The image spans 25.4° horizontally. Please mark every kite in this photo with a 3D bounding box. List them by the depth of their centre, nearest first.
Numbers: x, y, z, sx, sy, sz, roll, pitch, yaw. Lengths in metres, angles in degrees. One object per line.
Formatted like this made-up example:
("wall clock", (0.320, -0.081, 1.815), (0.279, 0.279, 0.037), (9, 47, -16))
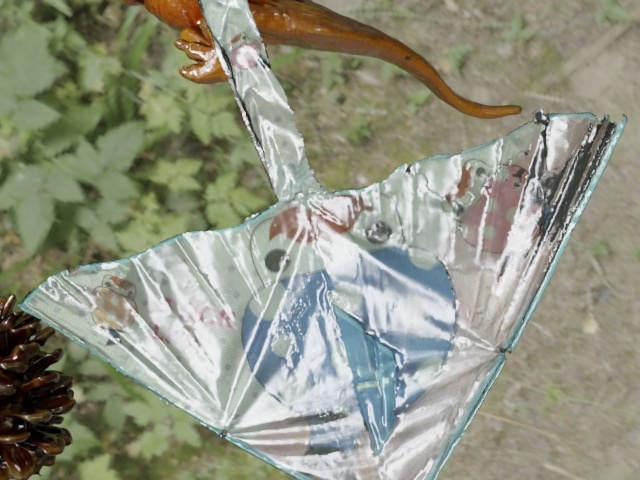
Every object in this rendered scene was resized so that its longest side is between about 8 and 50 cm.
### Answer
("kite", (0.000, 0.000, 0.738), (0.335, 0.011, 0.314), (-18, 82, 7))

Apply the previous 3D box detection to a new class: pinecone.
("pinecone", (-0.195, 0.087, 0.844), (0.102, 0.102, 0.109), (-2, 87, 31))

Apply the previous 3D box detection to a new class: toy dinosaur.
("toy dinosaur", (-0.053, -0.168, 1.067), (0.432, 0.208, 0.097), (30, 102, 1))
